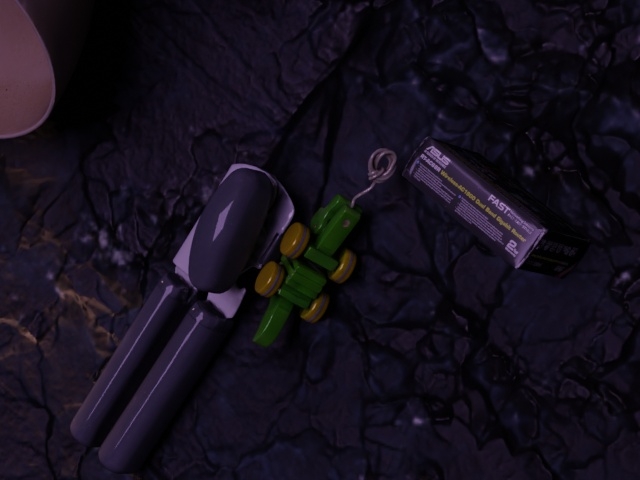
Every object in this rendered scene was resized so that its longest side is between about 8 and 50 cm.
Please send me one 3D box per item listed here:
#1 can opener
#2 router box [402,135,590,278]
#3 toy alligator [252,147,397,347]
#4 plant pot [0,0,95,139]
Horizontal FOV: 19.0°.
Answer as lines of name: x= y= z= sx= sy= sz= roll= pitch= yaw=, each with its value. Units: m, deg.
can opener: x=-0.121 y=0.060 z=1.541 sx=0.076 sy=0.095 sz=0.283 roll=39 pitch=102 yaw=27
router box: x=0.131 y=-0.023 z=1.415 sx=0.122 sy=0.092 sz=0.038 roll=41 pitch=103 yaw=27
toy alligator: x=0.000 y=0.000 z=1.510 sx=0.190 sy=0.056 sz=0.051 roll=-56 pitch=22 yaw=11
plant pot: x=-0.297 y=-0.251 z=1.604 sx=0.284 sy=0.284 sz=0.191 roll=12 pitch=54 yaw=29
